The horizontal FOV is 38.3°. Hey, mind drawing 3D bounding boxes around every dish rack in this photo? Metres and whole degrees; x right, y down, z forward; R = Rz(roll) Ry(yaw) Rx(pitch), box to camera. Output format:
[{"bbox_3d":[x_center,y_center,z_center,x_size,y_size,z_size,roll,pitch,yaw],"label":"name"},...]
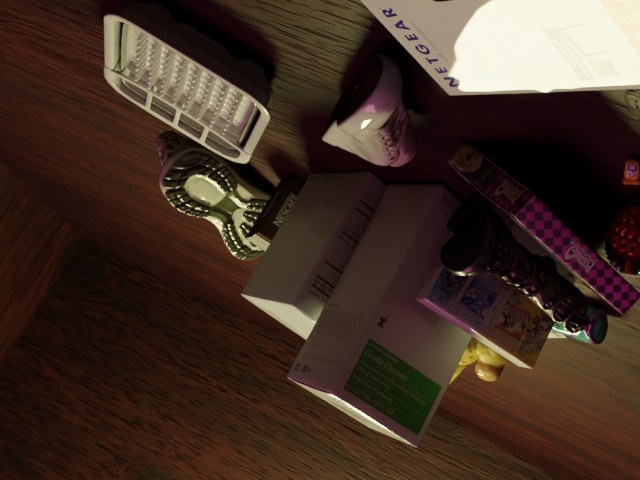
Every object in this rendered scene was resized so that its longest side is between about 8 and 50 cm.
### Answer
[{"bbox_3d":[-0.206,-0.255,1.470,0.285,0.072,0.333,32,165,-5],"label":"dish rack"}]

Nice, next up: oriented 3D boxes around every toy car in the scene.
[{"bbox_3d":[0.386,-0.065,1.016,0.122,0.060,0.041,11,126,33],"label":"toy car"}]

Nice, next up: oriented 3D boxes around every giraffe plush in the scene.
[{"bbox_3d":[0.332,0.231,1.970,0.170,0.181,0.210,14,126,18],"label":"giraffe plush"}]

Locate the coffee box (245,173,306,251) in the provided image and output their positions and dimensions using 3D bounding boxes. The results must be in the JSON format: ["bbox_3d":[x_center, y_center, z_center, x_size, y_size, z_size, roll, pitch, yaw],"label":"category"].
[{"bbox_3d":[0.000,0.000,1.793,0.246,0.141,0.098,32,166,-13],"label":"coffee box"}]

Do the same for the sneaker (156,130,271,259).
[{"bbox_3d":[-0.200,-0.109,1.922,0.410,0.158,0.182,45,-170,-51],"label":"sneaker"}]

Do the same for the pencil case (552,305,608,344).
[{"bbox_3d":[0.418,0.133,1.591,0.070,0.065,0.151,9,-177,-44],"label":"pencil case"}]

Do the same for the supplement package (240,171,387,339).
[{"bbox_3d":[0.038,0.042,1.617,0.198,0.263,0.199,37,164,-26],"label":"supplement package"}]

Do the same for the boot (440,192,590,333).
[{"bbox_3d":[0.279,0.044,1.254,0.229,0.091,0.263,41,-160,-4],"label":"boot"}]

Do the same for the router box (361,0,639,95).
[{"bbox_3d":[0.137,-0.258,0.780,0.335,0.082,0.301,39,163,-33],"label":"router box"}]

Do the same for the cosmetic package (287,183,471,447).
[{"bbox_3d":[0.131,0.111,1.467,0.197,0.366,0.155,34,167,-27],"label":"cosmetic package"}]

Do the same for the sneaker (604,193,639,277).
[{"bbox_3d":[0.446,0.018,1.076,0.125,0.104,0.262,22,179,-25],"label":"sneaker"}]

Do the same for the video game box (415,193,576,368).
[{"bbox_3d":[0.273,0.063,1.390,0.205,0.187,0.048,33,165,-11],"label":"video game box"}]

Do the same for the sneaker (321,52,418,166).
[{"bbox_3d":[0.086,-0.160,1.195,0.123,0.106,0.290,27,176,-5],"label":"sneaker"}]

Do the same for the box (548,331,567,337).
[{"bbox_3d":[0.414,0.155,1.749,0.081,0.028,0.136,33,167,-12],"label":"box"}]

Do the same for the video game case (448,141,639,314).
[{"bbox_3d":[0.291,-0.019,1.212,0.232,0.042,0.210,37,-171,-27],"label":"video game case"}]
